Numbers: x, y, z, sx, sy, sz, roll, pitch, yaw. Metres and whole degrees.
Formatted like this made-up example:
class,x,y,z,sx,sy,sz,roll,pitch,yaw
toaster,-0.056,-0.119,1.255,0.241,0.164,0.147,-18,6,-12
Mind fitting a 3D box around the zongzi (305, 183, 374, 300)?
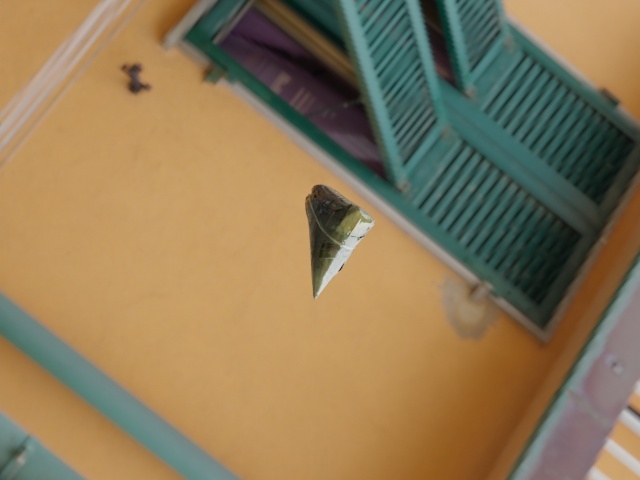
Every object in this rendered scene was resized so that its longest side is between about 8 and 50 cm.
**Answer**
class,x,y,z,sx,sy,sz,roll,pitch,yaw
zongzi,0.000,0.000,1.308,0.113,0.052,0.104,-61,-149,5
